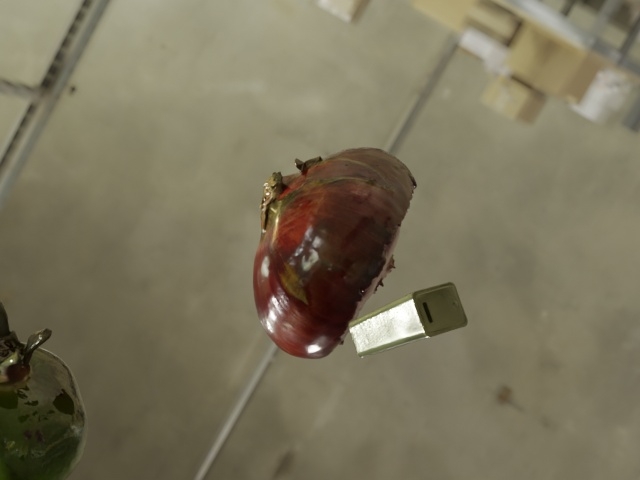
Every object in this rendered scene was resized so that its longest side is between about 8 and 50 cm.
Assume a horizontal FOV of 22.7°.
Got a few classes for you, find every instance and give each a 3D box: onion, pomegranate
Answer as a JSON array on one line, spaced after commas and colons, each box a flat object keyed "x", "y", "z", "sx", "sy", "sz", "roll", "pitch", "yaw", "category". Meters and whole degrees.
[{"x": 0.008, "y": 0.007, "z": 1.723, "sx": 0.161, "sy": 0.248, "sz": 0.248, "roll": 17, "pitch": -172, "yaw": 12, "category": "onion"}, {"x": -0.323, "y": 0.164, "z": 1.624, "sx": 0.182, "sy": 0.224, "sz": 0.181, "roll": 8, "pitch": -139, "yaw": -7, "category": "pomegranate"}]

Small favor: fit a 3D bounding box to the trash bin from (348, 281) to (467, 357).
[{"x": 0.076, "y": 0.073, "z": 1.441, "sx": 0.061, "sy": 0.092, "sz": 0.043, "roll": -13, "pitch": -98, "yaw": -46, "category": "trash bin"}]
